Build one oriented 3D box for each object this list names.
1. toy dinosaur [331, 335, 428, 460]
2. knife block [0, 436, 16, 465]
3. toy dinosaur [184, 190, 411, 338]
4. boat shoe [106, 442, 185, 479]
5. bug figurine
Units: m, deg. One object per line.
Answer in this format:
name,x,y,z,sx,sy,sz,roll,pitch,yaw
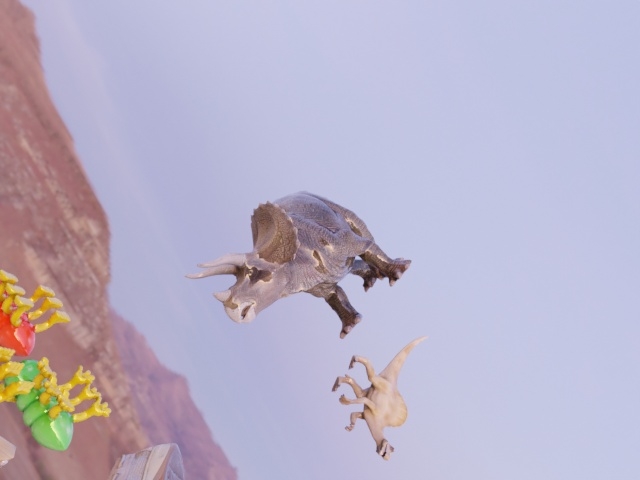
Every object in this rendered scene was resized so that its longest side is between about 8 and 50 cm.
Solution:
toy dinosaur,0.066,0.177,1.090,0.092,0.183,0.053,29,-43,-10
knife block,-0.647,0.281,1.473,0.242,0.088,0.275,58,17,18
toy dinosaur,0.000,0.000,0.950,0.160,0.121,0.313,41,22,-4
boat shoe,-0.276,0.395,1.297,0.341,0.110,0.122,-69,152,-79
bug figurine,-0.289,0.077,0.756,0.216,0.072,0.279,50,2,23
